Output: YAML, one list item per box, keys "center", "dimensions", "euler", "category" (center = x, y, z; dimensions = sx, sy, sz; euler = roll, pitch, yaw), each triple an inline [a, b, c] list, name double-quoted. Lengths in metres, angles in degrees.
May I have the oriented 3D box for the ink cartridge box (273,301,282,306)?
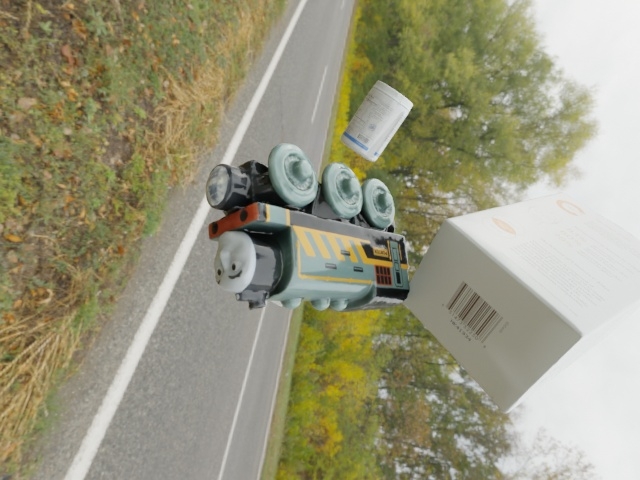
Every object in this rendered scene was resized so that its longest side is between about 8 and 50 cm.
- center: [-0.106, 0.087, 0.982]
  dimensions: [0.150, 0.109, 0.063]
  euler: [37, 38, -39]
  category: "ink cartridge box"

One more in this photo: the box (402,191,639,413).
- center: [0.336, 0.067, 0.641]
  dimensions: [0.215, 0.345, 0.168]
  euler: [49, -44, 35]
  category: "box"

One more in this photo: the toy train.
- center: [0.000, 0.000, 0.563]
  dimensions: [0.334, 0.142, 0.190]
  euler: [11, 68, -47]
  category: "toy train"

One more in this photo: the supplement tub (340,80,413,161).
- center: [0.087, -0.185, 0.655]
  dimensions: [0.107, 0.071, 0.071]
  euler: [-55, -174, 16]
  category: "supplement tub"
